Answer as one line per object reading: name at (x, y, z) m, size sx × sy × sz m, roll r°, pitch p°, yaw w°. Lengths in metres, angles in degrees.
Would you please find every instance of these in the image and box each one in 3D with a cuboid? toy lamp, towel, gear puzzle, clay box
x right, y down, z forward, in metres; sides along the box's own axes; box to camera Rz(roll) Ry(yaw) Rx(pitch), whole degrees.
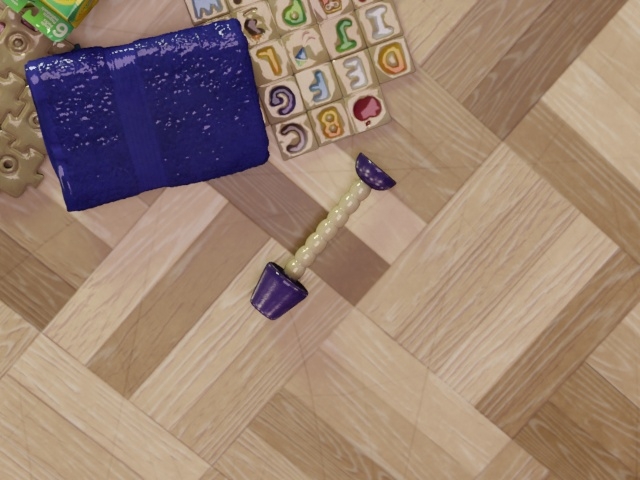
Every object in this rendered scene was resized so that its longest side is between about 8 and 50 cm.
toy lamp at (0.000, 0.000, 1.762) m, size 0.080 × 0.080 × 0.274 m, roll 39°, pitch 96°, yaw -11°
towel at (-0.239, -0.180, 1.691) m, size 0.308 × 0.076 × 0.227 m, roll -13°, pitch 117°, yaw -5°
gear puzzle at (-0.458, -0.157, 1.712) m, size 0.175 × 0.044 × 0.339 m, roll 32°, pitch 102°, yaw -22°
clay box at (-0.327, -0.384, 1.590) m, size 0.127 × 0.053 × 0.222 m, roll 38°, pitch 84°, yaw 4°

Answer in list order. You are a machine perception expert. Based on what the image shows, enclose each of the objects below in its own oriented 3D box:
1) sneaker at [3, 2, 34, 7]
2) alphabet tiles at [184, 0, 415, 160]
sneaker at (-0.332, -0.395, 1.650) m, size 0.240 × 0.091 × 0.126 m, roll -9°, pitch 101°, yaw -2°
alphabet tiles at (-0.031, -0.302, 1.733) m, size 0.285 × 0.011 × 0.342 m, roll -20°, pitch 102°, yaw -1°
